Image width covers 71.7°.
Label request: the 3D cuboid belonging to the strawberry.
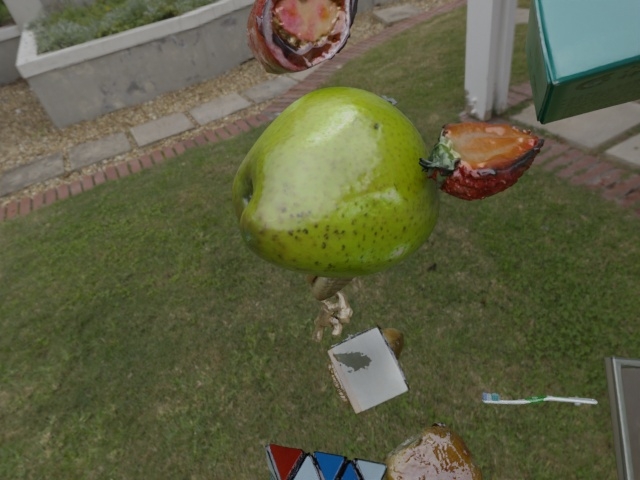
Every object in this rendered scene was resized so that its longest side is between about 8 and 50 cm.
[{"bbox_3d":[0.235,-0.116,0.658,0.141,0.085,0.192,27,47,22],"label":"strawberry"}]

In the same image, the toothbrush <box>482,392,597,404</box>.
[{"bbox_3d":[0.609,0.446,1.234,0.304,0.030,0.030,0,41,7],"label":"toothbrush"}]

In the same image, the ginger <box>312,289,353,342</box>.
[{"bbox_3d":[0.036,0.302,1.664,0.065,0.258,0.149,-3,36,-44],"label":"ginger"}]

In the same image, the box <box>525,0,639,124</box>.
[{"bbox_3d":[0.305,-0.183,0.357,0.245,0.092,0.153,-10,-1,22],"label":"box"}]

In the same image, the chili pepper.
[{"bbox_3d":[-0.066,-0.542,1.118,0.229,0.251,0.305,6,11,-18],"label":"chili pepper"}]

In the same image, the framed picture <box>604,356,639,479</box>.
[{"bbox_3d":[0.451,0.235,0.496,0.260,0.023,0.188,5,74,-7],"label":"framed picture"}]

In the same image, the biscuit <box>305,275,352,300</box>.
[{"bbox_3d":[0.066,0.038,1.068,0.259,0.259,0.079,-38,75,-27],"label":"biscuit"}]

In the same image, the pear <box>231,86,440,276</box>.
[{"bbox_3d":[0.006,-0.082,0.724,0.318,0.238,0.342,-32,86,-32],"label":"pear"}]

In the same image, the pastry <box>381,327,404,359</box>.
[{"bbox_3d":[0.234,0.408,1.610,0.093,0.182,0.192,24,38,23],"label":"pastry"}]

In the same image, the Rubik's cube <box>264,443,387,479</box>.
[{"bbox_3d":[-0.046,0.505,0.857,0.284,0.234,0.250,-29,13,15],"label":"Rubik's cube"}]

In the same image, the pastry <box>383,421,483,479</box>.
[{"bbox_3d":[0.249,0.519,0.976,0.219,0.100,0.228,19,70,9],"label":"pastry"}]

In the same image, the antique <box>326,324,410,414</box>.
[{"bbox_3d":[0.099,0.279,0.966,0.148,0.146,0.151,-27,72,4],"label":"antique"}]
